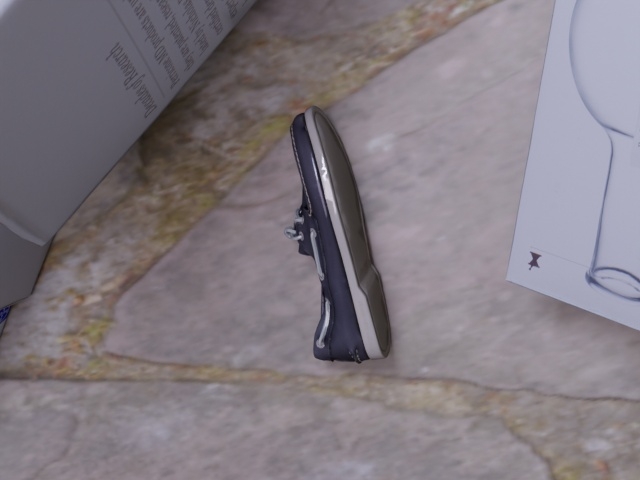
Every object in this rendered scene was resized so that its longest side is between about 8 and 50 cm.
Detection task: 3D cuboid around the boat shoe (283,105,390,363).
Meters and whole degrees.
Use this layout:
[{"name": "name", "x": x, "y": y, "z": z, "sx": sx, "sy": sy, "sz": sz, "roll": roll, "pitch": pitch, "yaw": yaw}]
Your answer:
[{"name": "boat shoe", "x": 0.000, "y": 0.000, "z": 1.056, "sx": 0.065, "sy": 0.075, "sz": 0.206, "roll": -12, "pitch": 101, "yaw": 18}]

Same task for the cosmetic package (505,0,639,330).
[{"name": "cosmetic package", "x": 0.314, "y": -0.055, "z": 0.848, "sx": 0.377, "sy": 0.097, "sz": 0.284, "roll": 21, "pitch": 114, "yaw": 37}]

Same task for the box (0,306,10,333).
[{"name": "box", "x": -0.342, "y": 0.103, "z": 1.165, "sx": 0.072, "sy": 0.126, "sz": 0.137, "roll": 28, "pitch": 109, "yaw": 11}]

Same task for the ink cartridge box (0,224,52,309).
[{"name": "ink cartridge box", "x": -0.361, "y": -0.102, "z": 1.129, "sx": 0.307, "sy": 0.129, "sz": 0.223, "roll": 28, "pitch": 108, "yaw": 11}]

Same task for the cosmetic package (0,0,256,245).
[{"name": "cosmetic package", "x": -0.209, "y": -0.268, "z": 0.872, "sx": 0.329, "sy": 0.327, "sz": 0.393, "roll": 39, "pitch": 84, "yaw": 9}]
